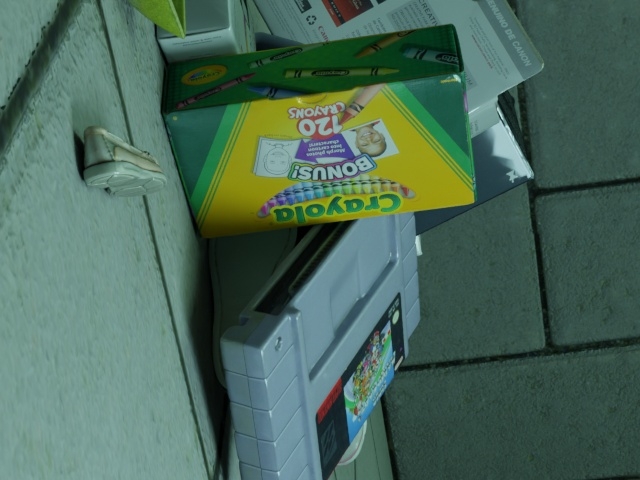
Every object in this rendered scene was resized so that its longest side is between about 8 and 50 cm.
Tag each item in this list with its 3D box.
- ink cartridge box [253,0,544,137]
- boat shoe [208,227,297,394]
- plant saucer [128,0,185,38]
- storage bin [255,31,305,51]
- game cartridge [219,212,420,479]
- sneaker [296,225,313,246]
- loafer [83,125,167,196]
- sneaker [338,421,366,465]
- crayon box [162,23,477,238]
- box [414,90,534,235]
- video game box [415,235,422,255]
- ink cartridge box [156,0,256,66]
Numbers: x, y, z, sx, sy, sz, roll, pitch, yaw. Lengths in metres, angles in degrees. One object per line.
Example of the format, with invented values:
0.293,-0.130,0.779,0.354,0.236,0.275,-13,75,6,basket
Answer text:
0.094,-0.259,1.844,0.309,0.272,0.130,62,2,11,ink cartridge box
-0.062,0.052,1.503,0.079,0.095,0.254,71,14,-61,boat shoe
-0.155,-0.291,1.209,0.188,0.045,0.188,74,11,-62,plant saucer
-0.073,-0.170,1.741,0.091,0.098,0.135,147,-42,-80,storage bin
0.016,0.093,1.469,0.355,0.068,0.230,-52,140,-47,game cartridge
0.000,0.000,1.679,0.330,0.130,0.147,-92,175,-48,sneaker
-0.141,-0.057,1.048,0.125,0.045,0.039,24,52,-81,loafer
-0.002,0.214,2.026,0.111,0.103,0.252,-77,153,-65,sneaker
0.003,-0.102,1.398,0.081,0.278,0.165,-93,173,-46,crayon box
0.104,-0.142,2.090,0.179,0.343,0.312,58,13,-21,box
0.069,-0.002,2.504,0.187,0.205,0.048,-85,163,-71,video game box
-0.111,-0.211,1.449,0.175,0.072,0.127,71,12,-65,ink cartridge box
